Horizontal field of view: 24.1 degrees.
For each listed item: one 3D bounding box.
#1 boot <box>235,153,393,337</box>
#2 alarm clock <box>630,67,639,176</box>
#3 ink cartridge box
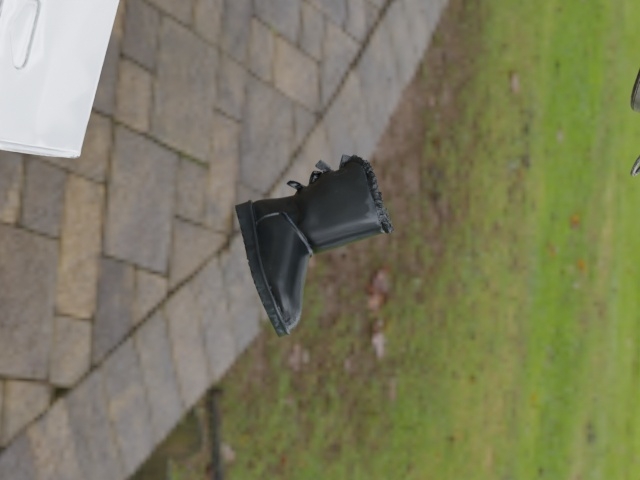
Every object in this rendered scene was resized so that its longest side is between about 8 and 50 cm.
[{"bbox_3d":[0.000,0.001,1.003,0.045,0.099,0.121,69,3,-47],"label":"boot"},{"bbox_3d":[0.281,-0.129,1.137,0.129,0.064,0.192,-34,152,-58],"label":"alarm clock"},{"bbox_3d":[-0.238,-0.163,1.055,0.092,0.218,0.158,8,103,-39],"label":"ink cartridge box"}]
